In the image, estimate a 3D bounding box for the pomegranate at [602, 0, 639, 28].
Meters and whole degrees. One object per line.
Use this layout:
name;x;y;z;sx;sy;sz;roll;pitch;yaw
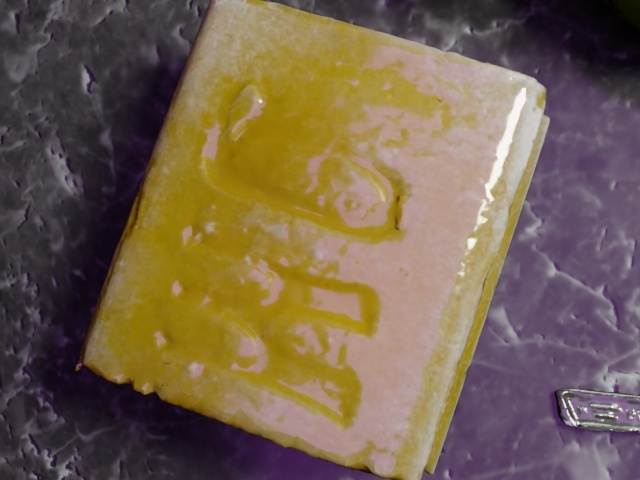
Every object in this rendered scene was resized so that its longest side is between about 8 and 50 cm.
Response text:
pomegranate;0.315;-0.216;0.690;0.231;0.231;0.286;-13;110;9

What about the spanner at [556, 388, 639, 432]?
spanner;0.355;0.146;0.723;0.325;0.026;0.093;4;84;12

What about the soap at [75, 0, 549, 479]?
soap;0.000;0.000;0.742;0.293;0.156;0.335;20;87;16
